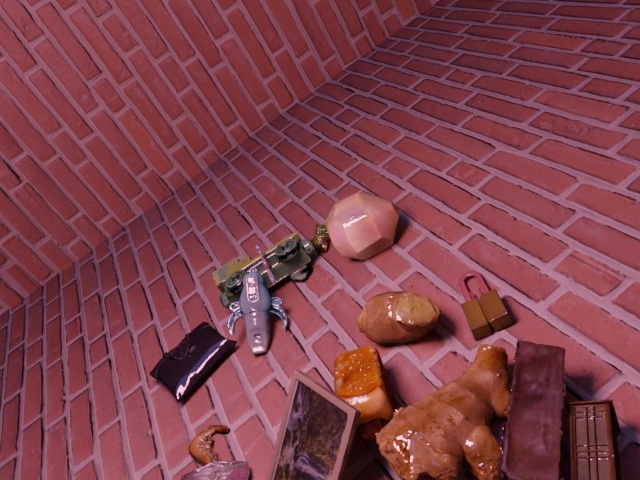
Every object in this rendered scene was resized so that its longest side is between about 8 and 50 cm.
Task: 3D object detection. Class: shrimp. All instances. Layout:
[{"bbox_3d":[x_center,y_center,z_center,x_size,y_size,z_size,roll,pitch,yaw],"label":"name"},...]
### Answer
[{"bbox_3d":[-0.283,0.559,1.674,0.124,0.034,0.178,-41,29,-26],"label":"shrimp"}]

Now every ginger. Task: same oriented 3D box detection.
[{"bbox_3d":[0.299,0.370,1.285,0.375,0.166,0.236,-40,27,-11],"label":"ginger"},{"bbox_3d":[0.208,0.197,1.623,0.267,0.152,0.138,-23,56,49],"label":"ginger"}]

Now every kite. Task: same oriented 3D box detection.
[{"bbox_3d":[-0.271,0.692,1.469,0.204,0.022,0.360,-17,39,17],"label":"kite"}]

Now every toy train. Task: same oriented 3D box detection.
[{"bbox_3d":[-0.187,0.095,2.122,0.369,0.150,0.237,-32,25,-2],"label":"toy train"}]

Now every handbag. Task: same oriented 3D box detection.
[{"bbox_3d":[-0.412,0.379,1.979,0.254,0.089,0.211,-46,39,-21],"label":"handbag"}]

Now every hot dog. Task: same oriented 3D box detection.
[{"bbox_3d":[0.107,0.371,1.456,0.150,0.153,0.257,-16,17,5],"label":"hot dog"}]

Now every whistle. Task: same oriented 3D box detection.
[{"bbox_3d":[-0.199,0.215,1.921,0.186,0.093,0.274,-7,73,2],"label":"whistle"}]

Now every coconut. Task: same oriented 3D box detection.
[{"bbox_3d":[0.139,-0.061,1.983,0.236,0.197,0.237,-28,27,16],"label":"coconut"}]

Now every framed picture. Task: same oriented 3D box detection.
[{"bbox_3d":[-0.028,0.482,1.378,0.240,0.020,0.324,21,97,52],"label":"framed picture"}]

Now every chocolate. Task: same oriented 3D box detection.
[{"bbox_3d":[0.412,0.354,1.206,0.111,0.112,0.321,8,44,16],"label":"chocolate"}]

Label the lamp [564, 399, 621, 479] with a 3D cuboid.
[{"bbox_3d":[0.481,0.428,1.071,0.090,0.089,0.325,-12,31,28],"label":"lamp"}]

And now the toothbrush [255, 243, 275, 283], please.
[{"bbox_3d":[-0.178,0.075,1.983,0.013,0.019,0.193,-31,44,0],"label":"toothbrush"}]

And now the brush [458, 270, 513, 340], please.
[{"bbox_3d":[0.407,0.148,1.596,0.103,0.047,0.233,-26,32,11],"label":"brush"}]

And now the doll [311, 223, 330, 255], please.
[{"bbox_3d":[-0.003,-0.009,2.152,0.078,0.077,0.113,8,51,36],"label":"doll"}]
